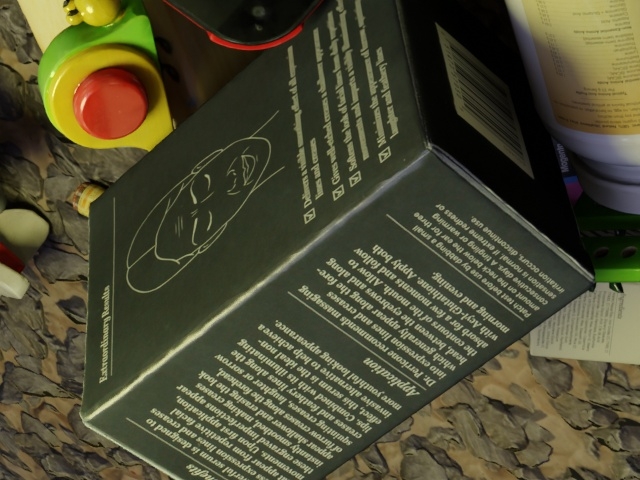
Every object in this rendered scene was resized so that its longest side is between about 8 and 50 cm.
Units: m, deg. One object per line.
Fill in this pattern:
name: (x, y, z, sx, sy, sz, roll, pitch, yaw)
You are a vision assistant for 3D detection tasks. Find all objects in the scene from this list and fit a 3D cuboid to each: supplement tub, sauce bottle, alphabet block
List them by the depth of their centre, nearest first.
supplement tub: (0.264, -0.202, 1.450, 0.228, 0.228, 0.316, 5, 130, 36)
alphabet block: (-0.153, -0.224, 1.795, 0.192, 0.193, 0.197, 1, 127, 36)
sauce bottle: (-0.237, -0.031, 2.165, 0.128, 0.042, 0.042, 22, 138, 18)

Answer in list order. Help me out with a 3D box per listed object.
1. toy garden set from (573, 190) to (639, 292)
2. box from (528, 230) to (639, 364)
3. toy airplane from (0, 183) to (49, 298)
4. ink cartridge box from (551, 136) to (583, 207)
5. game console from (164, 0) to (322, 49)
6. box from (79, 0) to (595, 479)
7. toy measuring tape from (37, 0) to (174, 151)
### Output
toy garden set: (0.327, -0.040, 1.540, 0.204, 0.244, 0.049, -1, 131, 40)
box: (0.333, 0.050, 1.662, 0.275, 0.094, 0.113, 5, 133, 5)
toy airplane: (-0.502, -0.074, 2.202, 0.386, 0.272, 0.384, 14, 173, 17)
ink cartridge box: (0.078, -0.042, 1.744, 0.371, 0.069, 0.176, -9, 117, 15)
game console: (-0.057, -0.366, 1.434, 0.342, 0.060, 0.386, 35, 111, -21)
box: (0.000, 0.000, 1.549, 0.395, 0.293, 0.212, -38, 124, 24)
toy measuring tape: (-0.194, -0.096, 1.697, 0.121, 0.121, 0.330, 15, 134, 28)
